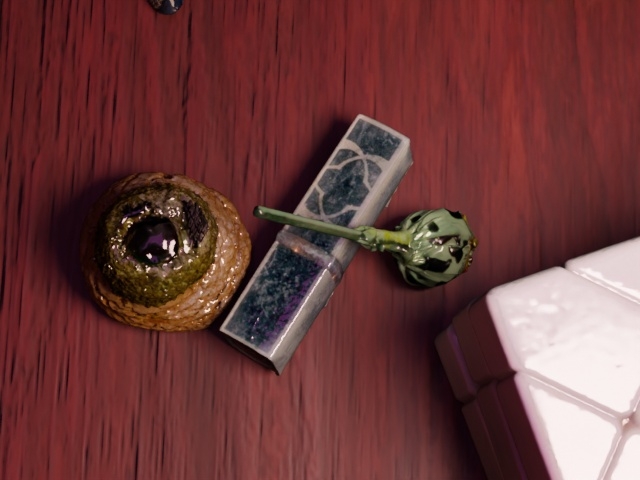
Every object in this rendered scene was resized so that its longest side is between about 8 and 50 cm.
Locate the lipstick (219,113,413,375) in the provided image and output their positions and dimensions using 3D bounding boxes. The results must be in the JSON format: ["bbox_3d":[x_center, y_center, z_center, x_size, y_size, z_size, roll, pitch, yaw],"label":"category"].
[{"bbox_3d":[0.000,0.000,1.581,0.077,0.076,0.289,28,75,17],"label":"lipstick"}]

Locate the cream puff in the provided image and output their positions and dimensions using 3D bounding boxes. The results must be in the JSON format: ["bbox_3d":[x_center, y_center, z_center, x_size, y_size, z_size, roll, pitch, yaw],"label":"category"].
[{"bbox_3d":[-0.162,0.001,1.523,0.183,0.169,0.183,1,77,-3],"label":"cream puff"}]

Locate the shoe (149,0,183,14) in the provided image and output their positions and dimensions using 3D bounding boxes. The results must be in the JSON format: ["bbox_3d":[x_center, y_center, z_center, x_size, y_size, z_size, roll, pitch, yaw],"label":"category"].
[{"bbox_3d":[-0.163,-0.321,1.647,0.071,0.064,0.142,3,83,-22],"label":"shoe"}]

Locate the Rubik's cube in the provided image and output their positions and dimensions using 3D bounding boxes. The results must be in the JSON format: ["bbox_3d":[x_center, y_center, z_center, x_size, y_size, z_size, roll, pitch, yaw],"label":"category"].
[{"bbox_3d":[0.329,0.167,1.455,0.322,0.316,0.318,-19,80,-9],"label":"Rubik's cube"}]

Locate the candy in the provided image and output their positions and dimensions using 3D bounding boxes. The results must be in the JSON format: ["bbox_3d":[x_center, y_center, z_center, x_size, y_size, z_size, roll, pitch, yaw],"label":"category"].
[{"bbox_3d":[0.049,-0.010,1.510,0.091,0.305,0.083,-50,50,24],"label":"candy"}]
